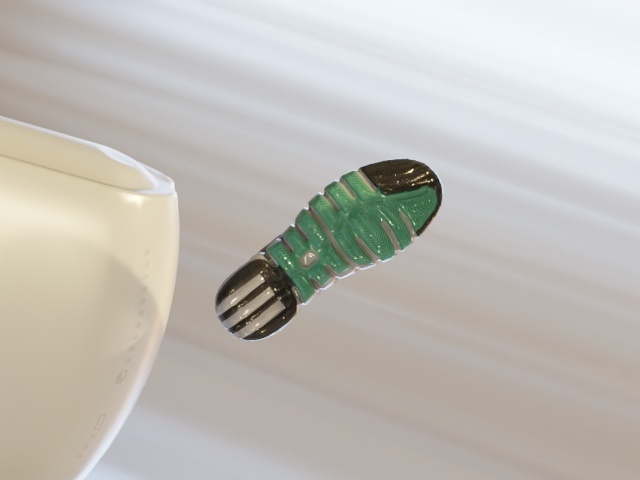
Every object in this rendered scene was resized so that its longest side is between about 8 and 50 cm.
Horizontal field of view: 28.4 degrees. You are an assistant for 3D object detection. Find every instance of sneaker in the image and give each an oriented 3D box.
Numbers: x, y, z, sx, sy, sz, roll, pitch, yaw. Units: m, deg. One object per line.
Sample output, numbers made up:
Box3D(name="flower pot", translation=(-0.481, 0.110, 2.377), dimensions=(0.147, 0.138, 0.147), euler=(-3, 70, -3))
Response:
Box3D(name="sneaker", translation=(0.000, 0.000, 1.097), dimensions=(0.223, 0.083, 0.098), euler=(-33, -173, -7))

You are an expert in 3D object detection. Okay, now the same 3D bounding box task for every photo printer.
Box3D(name="photo printer", translation=(-0.257, 0.034, 0.853), dimensions=(0.107, 0.307, 0.256), euler=(-122, -130, -67))
